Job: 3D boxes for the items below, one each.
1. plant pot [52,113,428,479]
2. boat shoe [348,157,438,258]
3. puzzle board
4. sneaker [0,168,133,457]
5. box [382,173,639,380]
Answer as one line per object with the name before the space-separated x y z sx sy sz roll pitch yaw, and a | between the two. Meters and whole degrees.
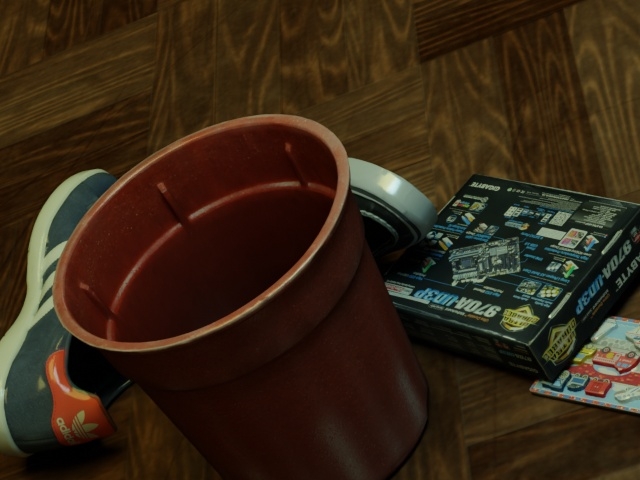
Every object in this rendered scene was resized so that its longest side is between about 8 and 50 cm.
plant pot | -0.046 0.079 1.685 0.272 0.265 0.272 -19 38 16
boat shoe | -0.003 -0.003 1.845 0.306 0.113 0.105 -2 51 58
puzzle board | 0.251 0.102 1.663 0.128 0.011 0.096 9 52 41
sneaker | -0.217 0.067 1.956 0.148 0.131 0.350 -5 48 21
box | 0.170 0.027 1.766 0.220 0.051 0.175 13 54 49
